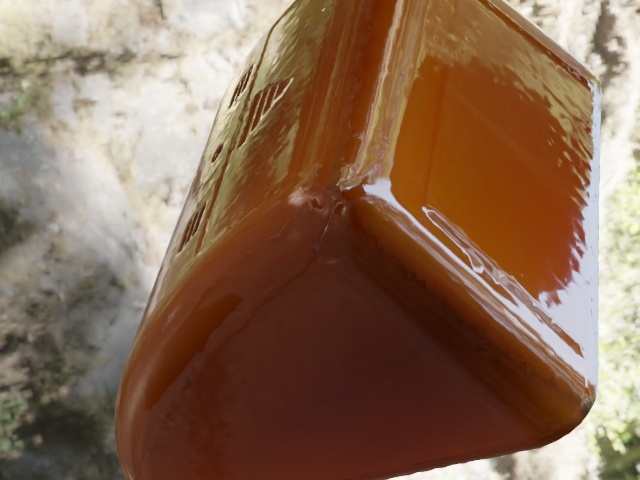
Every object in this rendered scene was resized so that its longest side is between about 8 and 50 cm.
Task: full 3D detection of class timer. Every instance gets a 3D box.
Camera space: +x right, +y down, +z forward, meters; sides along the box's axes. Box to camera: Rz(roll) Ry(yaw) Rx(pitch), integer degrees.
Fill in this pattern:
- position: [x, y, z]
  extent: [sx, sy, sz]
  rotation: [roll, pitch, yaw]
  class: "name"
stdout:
- position: [0.000, 0.000, 0.607]
  extent: [0.250, 0.161, 0.257]
  rotation: [-34, -150, 39]
  class: "timer"
